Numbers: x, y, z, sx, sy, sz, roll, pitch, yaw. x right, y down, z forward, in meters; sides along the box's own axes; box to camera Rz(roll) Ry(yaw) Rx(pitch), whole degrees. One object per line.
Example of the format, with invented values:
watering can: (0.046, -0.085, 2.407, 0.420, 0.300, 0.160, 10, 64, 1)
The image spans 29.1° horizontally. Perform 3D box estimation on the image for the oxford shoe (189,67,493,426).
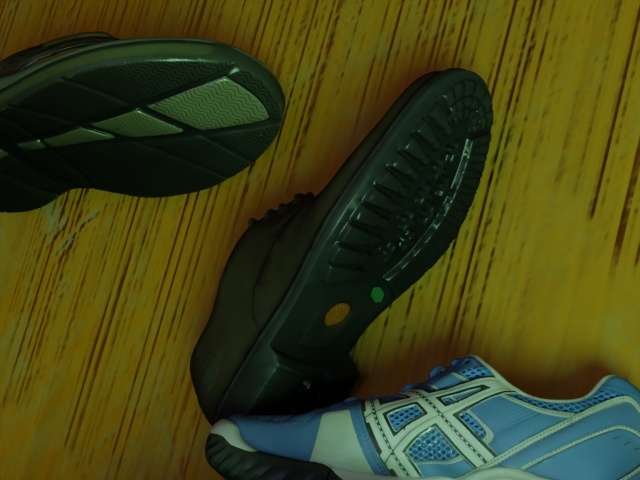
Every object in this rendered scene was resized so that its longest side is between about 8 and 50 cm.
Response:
oxford shoe: (0.000, 0.000, 0.628, 0.227, 0.083, 0.096, -54, 48, 9)

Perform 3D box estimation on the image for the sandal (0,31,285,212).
sandal: (-0.154, -0.085, 0.765, 0.303, 0.120, 0.086, -5, 56, 37)

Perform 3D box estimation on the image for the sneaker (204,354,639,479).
sneaker: (0.049, 0.097, 0.555, 0.211, 0.080, 0.081, 3, 63, 21)
